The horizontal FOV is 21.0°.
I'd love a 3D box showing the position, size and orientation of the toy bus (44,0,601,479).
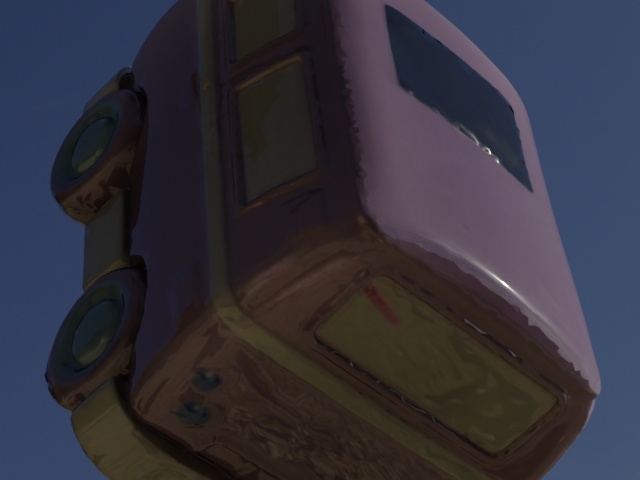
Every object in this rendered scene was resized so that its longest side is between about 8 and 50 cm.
[{"bbox_3d":[0.000,0.000,0.597,0.142,0.202,0.142,33,-60,-30],"label":"toy bus"}]
